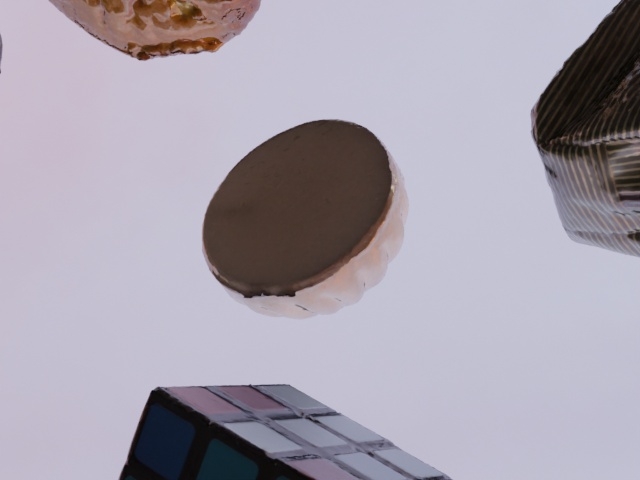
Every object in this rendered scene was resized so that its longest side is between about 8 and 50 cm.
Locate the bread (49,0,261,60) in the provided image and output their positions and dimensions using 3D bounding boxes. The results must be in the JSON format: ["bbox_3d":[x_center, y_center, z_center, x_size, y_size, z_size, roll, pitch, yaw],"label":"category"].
[{"bbox_3d":[-0.249,-0.454,1.649,0.397,0.398,0.215,-4,-144,16],"label":"bread"}]

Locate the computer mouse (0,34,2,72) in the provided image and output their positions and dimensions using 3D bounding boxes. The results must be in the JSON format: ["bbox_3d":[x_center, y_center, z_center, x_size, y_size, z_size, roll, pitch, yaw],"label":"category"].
[{"bbox_3d":[-0.319,-0.077,0.678,0.147,0.088,0.264,35,-102,23],"label":"computer mouse"}]

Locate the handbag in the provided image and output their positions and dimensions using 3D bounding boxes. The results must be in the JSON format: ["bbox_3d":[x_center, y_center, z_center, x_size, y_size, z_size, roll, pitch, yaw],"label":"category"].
[{"bbox_3d":[0.387,-0.125,1.073,0.340,0.247,0.240,-40,-143,-18],"label":"handbag"}]

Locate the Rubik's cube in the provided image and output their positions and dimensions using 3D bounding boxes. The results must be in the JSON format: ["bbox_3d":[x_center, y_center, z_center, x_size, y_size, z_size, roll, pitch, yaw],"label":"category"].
[{"bbox_3d":[-0.033,0.198,0.747,0.162,0.163,0.161,24,-83,33],"label":"Rubik's cube"}]

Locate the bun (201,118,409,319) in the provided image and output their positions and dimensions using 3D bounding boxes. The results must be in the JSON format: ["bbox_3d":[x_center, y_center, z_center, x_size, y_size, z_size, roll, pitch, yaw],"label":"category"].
[{"bbox_3d":[0.000,0.000,1.382,0.263,0.175,0.263,-15,-130,19],"label":"bun"}]
